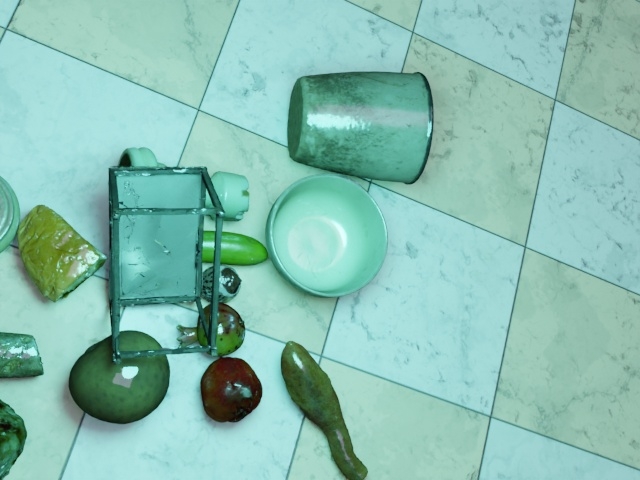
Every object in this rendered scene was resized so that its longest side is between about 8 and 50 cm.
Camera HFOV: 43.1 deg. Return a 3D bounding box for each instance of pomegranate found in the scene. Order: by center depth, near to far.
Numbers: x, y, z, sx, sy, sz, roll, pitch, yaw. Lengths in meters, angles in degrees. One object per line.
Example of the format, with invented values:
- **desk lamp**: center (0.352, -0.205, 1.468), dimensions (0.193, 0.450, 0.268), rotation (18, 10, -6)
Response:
- **pomegranate**: center (-0.255, 0.209, 1.916), dimensions (0.159, 0.129, 0.129), rotation (7, 69, 23)

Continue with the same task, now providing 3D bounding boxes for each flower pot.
- **flower pot**: center (0.091, -0.297, 2.089), dimensions (0.330, 0.293, 0.294), rotation (2, 75, -11)

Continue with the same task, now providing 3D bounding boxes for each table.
- **table**: center (-0.338, 0.043, 1.725), dimensions (0.222, 0.272, 0.335), rotation (-2, 114, -16)

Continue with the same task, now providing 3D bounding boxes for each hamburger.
- **hamburger**: center (-0.600, 0.020, 1.816), dimensions (0.155, 0.135, 0.208), rotation (-41, 96, -30)

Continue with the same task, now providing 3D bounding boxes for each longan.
- **longan**: center (-0.435, 0.303, 1.777), dimensions (0.220, 0.196, 0.197), rotation (-25, 85, -28)

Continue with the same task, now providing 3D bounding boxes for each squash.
- **squash**: center (-0.271, 0.016, 1.970), dimensions (0.292, 0.082, 0.082), rotation (4, 75, -18)

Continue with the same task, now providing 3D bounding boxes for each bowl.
- **bowl**: center (0.000, 0.000, 2.029), dimensions (0.307, 0.163, 0.307), rotation (5, 75, -19)

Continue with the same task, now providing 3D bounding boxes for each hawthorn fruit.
- **hawthorn fruit**: center (-0.214, 0.338, 1.888), dimensions (0.148, 0.148, 0.172), rotation (-14, 54, -23)

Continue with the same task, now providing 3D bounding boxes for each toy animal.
- **toy animal**: center (-0.256, 0.104, 1.947), dimensions (0.137, 0.098, 0.098), rotation (-3, 77, -14)

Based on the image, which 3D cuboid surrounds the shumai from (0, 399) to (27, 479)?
- **shumai**: center (-0.793, 0.447, 1.547), dimensions (0.395, 0.395, 0.348), rotation (21, 91, -14)

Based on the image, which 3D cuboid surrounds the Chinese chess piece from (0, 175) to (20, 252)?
- **Chinese chess piece**: center (-0.789, -0.055, 1.797), dimensions (0.237, 0.092, 0.238), rotation (5, 76, -19)

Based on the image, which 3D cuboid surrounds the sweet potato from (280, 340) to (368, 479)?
- **sweet potato**: center (0.004, 0.409, 1.959), dimensions (0.109, 0.109, 0.385), rotation (-32, 100, -24)

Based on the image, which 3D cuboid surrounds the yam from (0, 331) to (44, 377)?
- **yam**: center (-0.692, 0.248, 1.749), dimensions (0.183, 0.107, 0.107), rotation (4, 75, -23)

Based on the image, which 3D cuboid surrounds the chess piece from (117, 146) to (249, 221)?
- **chess piece**: center (-0.328, -0.115, 1.941), dimensions (0.299, 0.194, 0.195), rotation (4, 75, -28)
